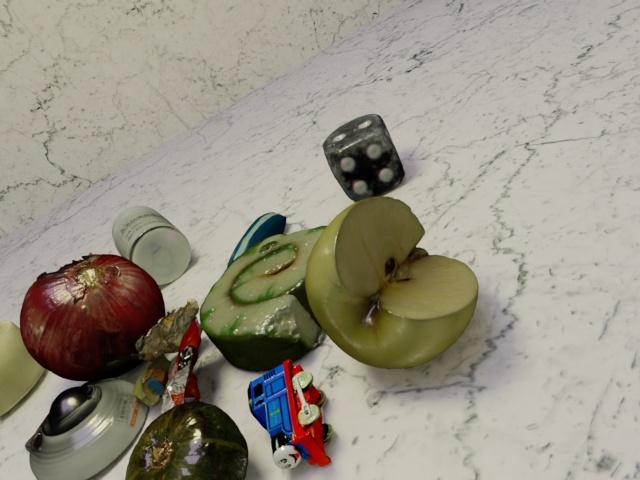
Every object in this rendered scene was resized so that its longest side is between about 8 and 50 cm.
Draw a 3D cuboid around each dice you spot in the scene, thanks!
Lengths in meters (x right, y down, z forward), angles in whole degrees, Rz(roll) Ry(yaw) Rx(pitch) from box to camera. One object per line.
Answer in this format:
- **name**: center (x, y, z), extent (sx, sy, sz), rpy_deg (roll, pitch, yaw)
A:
- **dice**: center (0.123, -0.232, 1.582), extent (0.183, 0.182, 0.182), rpy_deg (-25, 30, 12)

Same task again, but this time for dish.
- **dish**: center (-0.537, 0.387, 1.248), extent (0.273, 0.134, 0.273), rpy_deg (-20, 26, 10)

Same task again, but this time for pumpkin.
- **pumpkin**: center (-0.224, 0.385, 0.959), extent (0.223, 0.157, 0.224), rpy_deg (-27, 43, 28)

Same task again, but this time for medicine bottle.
- **medicine bottle**: center (-0.557, 0.007, 1.832), extent (0.190, 0.190, 0.332), rpy_deg (-39, 30, -15)

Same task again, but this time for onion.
- **onion**: center (-0.550, 0.194, 1.414), extent (0.341, 0.341, 0.341), rpy_deg (-23, 29, 14)

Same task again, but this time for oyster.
- **oyster**: center (-0.341, 0.215, 1.315), extent (0.081, 0.191, 0.163), rpy_deg (38, 27, 26)

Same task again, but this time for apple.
- **apple**: center (0.116, 0.087, 1.013), extent (0.233, 0.295, 0.258), rpy_deg (-57, -9, 34)

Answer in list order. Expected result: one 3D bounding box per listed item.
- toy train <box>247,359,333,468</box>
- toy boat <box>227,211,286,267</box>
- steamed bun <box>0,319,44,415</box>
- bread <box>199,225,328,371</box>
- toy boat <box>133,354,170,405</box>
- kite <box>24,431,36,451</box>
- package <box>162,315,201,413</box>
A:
- **toy train**: center (-0.053, 0.309, 0.994), extent (0.131, 0.083, 0.204), rpy_deg (-28, 27, 4)
- **toy boat**: center (-0.165, 0.006, 1.572), extent (0.061, 0.096, 0.299), rpy_deg (-2, 36, 24)
- **steamed bun**: center (-0.898, 0.357, 1.586), extent (0.154, 0.200, 0.250), rpy_deg (-15, 35, 25)
- **bread**: center (-0.096, 0.120, 1.283), extent (0.366, 0.129, 0.382), rpy_deg (-30, 29, 1)
- **toy boat**: center (-0.380, 0.321, 1.295), extent (0.066, 0.065, 0.172), rpy_deg (-37, 16, 8)
- **kite**: center (-0.602, 0.476, 1.317), extent (0.152, 0.015, 0.285), rpy_deg (-46, 31, -21)
- **package**: center (-0.289, 0.304, 1.179), extent (0.194, 0.071, 0.269), rpy_deg (-56, 17, 14)
